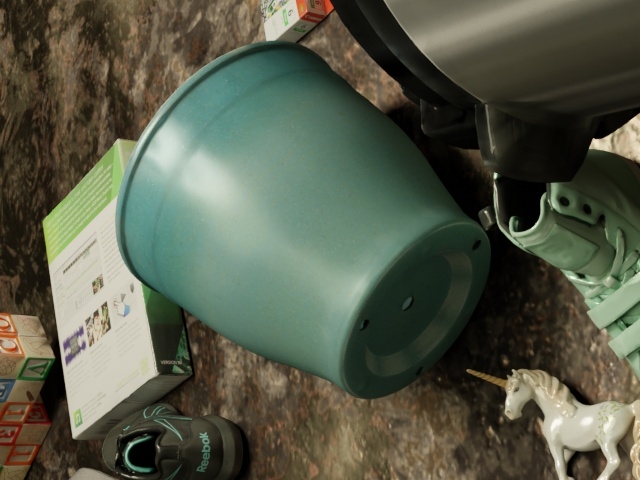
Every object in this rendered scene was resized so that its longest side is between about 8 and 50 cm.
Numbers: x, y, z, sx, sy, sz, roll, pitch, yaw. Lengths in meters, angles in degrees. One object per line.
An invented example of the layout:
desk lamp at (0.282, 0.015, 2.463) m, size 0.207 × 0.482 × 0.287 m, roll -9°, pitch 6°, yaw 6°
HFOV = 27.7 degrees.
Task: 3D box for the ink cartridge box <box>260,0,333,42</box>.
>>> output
ink cartridge box at (-0.020, -0.260, 1.396) m, size 0.115 × 0.029 × 0.063 m, roll -33°, pitch 60°, yaw 47°

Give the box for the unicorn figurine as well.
unicorn figurine at (0.202, 0.154, 1.030) m, size 0.162 × 0.060 × 0.111 m, roll -8°, pitch 78°, yaw 36°

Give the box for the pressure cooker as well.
pressure cooker at (0.185, -0.258, 0.849) m, size 0.420 × 0.375 × 0.370 m, roll -8°, pitch 36°, yaw 53°

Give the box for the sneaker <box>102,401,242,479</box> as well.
sneaker at (-0.198, 0.237, 1.508) m, size 0.267 × 0.106 × 0.101 m, roll -15°, pitch 75°, yaw 53°

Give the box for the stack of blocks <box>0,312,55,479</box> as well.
stack of blocks at (-0.472, 0.241, 1.817) m, size 0.297 × 0.171 × 0.087 m, roll -61°, pitch 43°, yaw 27°

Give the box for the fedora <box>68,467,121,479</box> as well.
fedora at (-0.210, 0.348, 1.456) m, size 0.275 × 0.244 × 0.124 m, roll 31°, pitch 76°, yaw 24°

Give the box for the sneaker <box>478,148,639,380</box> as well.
sneaker at (0.208, 0.037, 0.950) m, size 0.094 × 0.151 × 0.256 m, roll -49°, pitch 50°, yaw 36°

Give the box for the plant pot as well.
plant pot at (0.000, 0.000, 1.160) m, size 0.255 × 0.271 × 0.272 m, roll 38°, pitch 116°, yaw 33°

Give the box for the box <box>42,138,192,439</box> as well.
box at (-0.266, 0.066, 1.663) m, size 0.232 × 0.058 × 0.322 m, roll -37°, pitch 58°, yaw 45°
